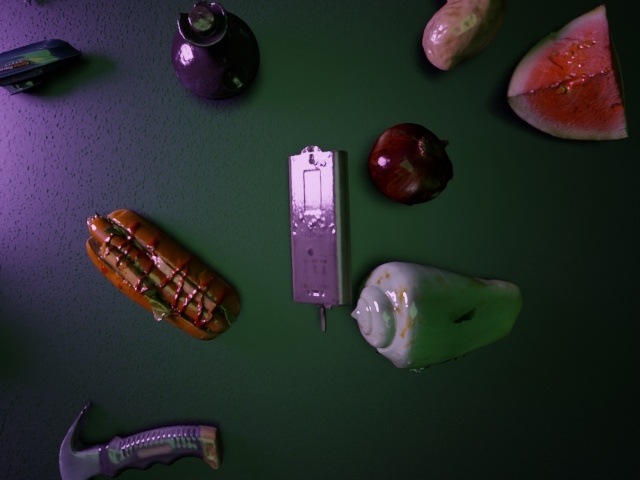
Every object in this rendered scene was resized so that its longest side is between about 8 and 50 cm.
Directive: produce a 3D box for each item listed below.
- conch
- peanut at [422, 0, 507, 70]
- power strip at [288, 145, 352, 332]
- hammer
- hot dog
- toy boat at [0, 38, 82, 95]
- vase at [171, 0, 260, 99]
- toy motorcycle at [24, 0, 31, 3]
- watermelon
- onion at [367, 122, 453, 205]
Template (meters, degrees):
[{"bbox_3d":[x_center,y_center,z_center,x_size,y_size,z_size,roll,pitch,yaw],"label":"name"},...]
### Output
[{"bbox_3d":[0.164,0.115,0.776,0.250,0.137,0.144,16,64,-23],"label":"conch"},{"bbox_3d":[0.215,-0.353,0.760,0.103,0.098,0.230,13,91,36],"label":"peanut"},{"bbox_3d":[0.000,0.000,0.767,0.092,0.034,0.268,-1,93,32],"label":"power strip"},{"bbox_3d":[-0.259,0.307,0.776,0.226,0.041,0.159,-7,95,-4],"label":"hammer"},{"bbox_3d":[-0.228,0.048,0.751,0.250,0.076,0.104,41,90,-7],"label":"hot dog"},{"bbox_3d":[-0.398,-0.241,0.735,0.141,0.055,0.060,-18,117,-4],"label":"toy boat"},{"bbox_3d":[-0.141,-0.252,0.690,0.120,0.183,0.120,0,92,-4],"label":"vase"},{"bbox_3d":[-0.471,-0.441,0.707,0.263,0.091,0.157,24,98,-3],"label":"toy motorcycle"},{"bbox_3d":[0.359,-0.227,0.782,0.145,0.137,0.193,-12,94,31],"label":"watermelon"},{"bbox_3d":[0.122,-0.106,0.753,0.118,0.119,0.117,-28,72,-3],"label":"onion"}]
